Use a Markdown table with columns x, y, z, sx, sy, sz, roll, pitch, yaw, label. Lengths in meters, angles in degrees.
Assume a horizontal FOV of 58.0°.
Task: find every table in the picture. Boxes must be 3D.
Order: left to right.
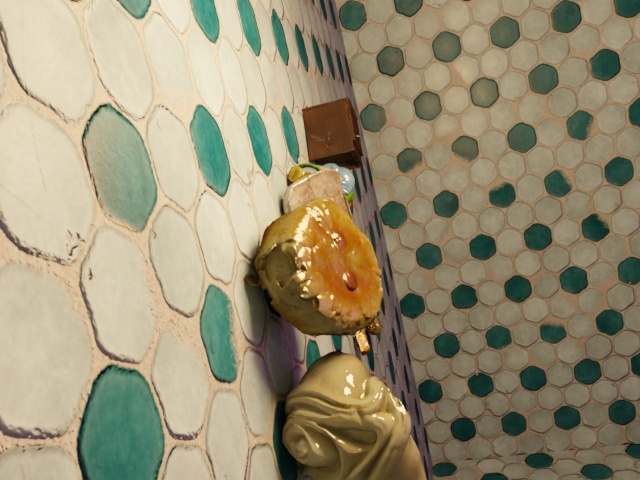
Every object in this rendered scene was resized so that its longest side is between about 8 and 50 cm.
| x | y | z | sx | sy | sz | roll | pitch | yaw | label |
| --- | --- | --- | --- | --- | --- | --- | --- | --- | --- |
| 0.051 | -0.353 | 1.989 | 0.169 | 0.173 | 0.193 | 43 | 38 | -70 | table |

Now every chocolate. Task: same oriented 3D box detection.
| x | y | z | sx | sy | sz | roll | pitch | yaw | label |
| --- | --- | --- | --- | --- | --- | --- | --- | --- | --- |
| -0.007 | -0.035 | 1.553 | 0.100 | 0.185 | 0.303 | 21 | -49 | 54 | chocolate |

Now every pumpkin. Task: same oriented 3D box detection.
| x | y | z | sx | sy | sz | roll | pitch | yaw | label |
| --- | --- | --- | --- | --- | --- | --- | --- | --- | --- |
| 0.147 | 0.372 | 2.084 | 0.074 | 0.054 | 0.083 | 78 | -8 | -63 | pumpkin |

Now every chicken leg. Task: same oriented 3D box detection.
| x | y | z | sx | sy | sz | roll | pitch | yaw | label |
| --- | --- | --- | --- | --- | --- | --- | --- | --- | --- |
| 0.216 | 0.329 | 2.410 | 0.178 | 0.070 | 0.093 | -84 | 154 | -73 | chicken leg |

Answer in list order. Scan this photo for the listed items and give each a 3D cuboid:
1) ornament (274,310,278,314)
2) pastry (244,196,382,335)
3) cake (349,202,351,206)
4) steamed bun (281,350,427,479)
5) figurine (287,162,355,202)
| x | y | z | sx | sy | sz | roll | pitch | yaw | label |
| --- | --- | --- | --- | --- | --- | --- | --- | --- | --- |
| -0.070 | 0.064 | 1.317 | 0.088 | 0.081 | 0.203 | 29 | 51 | -75 | ornament |
| 0.007 | 0.066 | 1.227 | 0.330 | 0.136 | 0.329 | 30 | 47 | -38 | pastry |
| 0.039 | -0.135 | 1.925 | 0.287 | 0.098 | 0.135 | -68 | 145 | -67 | cake |
| 0.043 | 0.414 | 1.193 | 0.310 | 0.220 | 0.324 | 29 | -44 | 55 | steamed bun |
| 0.001 | -0.163 | 1.685 | 0.263 | 0.162 | 0.143 | 8 | 104 | -61 | figurine |
